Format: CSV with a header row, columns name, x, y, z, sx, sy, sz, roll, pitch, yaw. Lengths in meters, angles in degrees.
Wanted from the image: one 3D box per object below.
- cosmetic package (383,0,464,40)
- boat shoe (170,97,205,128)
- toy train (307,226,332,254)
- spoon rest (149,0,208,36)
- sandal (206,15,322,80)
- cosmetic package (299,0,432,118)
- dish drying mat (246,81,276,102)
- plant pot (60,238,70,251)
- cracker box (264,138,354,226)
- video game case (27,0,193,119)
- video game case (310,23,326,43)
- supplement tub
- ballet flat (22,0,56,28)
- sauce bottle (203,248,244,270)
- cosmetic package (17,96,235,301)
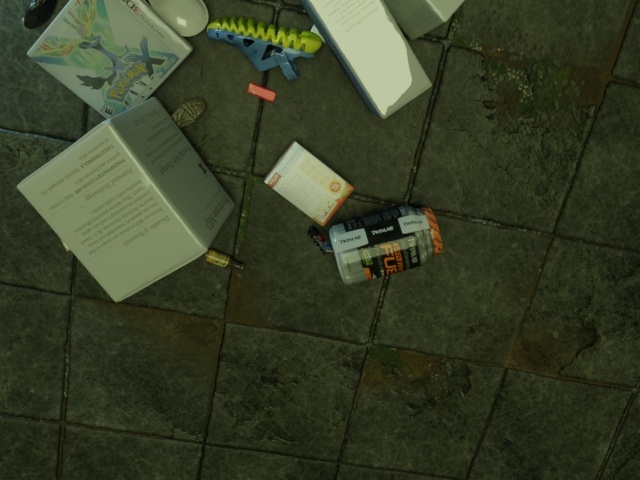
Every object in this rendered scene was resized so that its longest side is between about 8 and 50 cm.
name,x,y,z,sx,sy,sz,roll,pitch,yaw
cosmetic package,0.249,-0.670,1.452,0.224,0.224,0.138,44,87,-15
boat shoe,-0.402,-0.362,1.638,0.153,0.048,0.056,-39,99,4
toy train,0.000,0.000,1.714,0.027,0.158,0.036,10,113,-29
spoon rest,-0.416,-0.659,1.479,0.137,0.084,0.276,-26,129,28
sandal,-0.163,-0.532,1.550,0.317,0.126,0.138,14,124,-2
cosmetic package,0.092,-0.560,1.467,0.161,0.230,0.453,-33,107,7
dish drying mat,-0.173,-0.434,1.637,0.083,0.008,0.032,20,105,-9
plant pot,-0.739,-0.043,1.698,0.096,0.109,0.109,-22,108,-9
cracker box,-0.035,-0.175,1.698,0.232,0.067,0.156,37,102,-14
video game case,-0.569,-0.517,1.522,0.329,0.036,0.300,-39,120,18
video game case,0.087,-0.629,1.577,0.173,0.022,0.191,26,105,-10
supplement tub,0.198,0.009,1.703,0.315,0.194,0.194,-16,108,3
ballet flat,-0.760,-0.655,1.526,0.173,0.057,0.049,-50,63,12
sauce bottle,-0.307,0.064,1.780,0.128,0.042,0.042,19,107,-10
cosmetic package,-0.505,-0.119,1.535,0.327,0.329,0.394,-29,109,17
